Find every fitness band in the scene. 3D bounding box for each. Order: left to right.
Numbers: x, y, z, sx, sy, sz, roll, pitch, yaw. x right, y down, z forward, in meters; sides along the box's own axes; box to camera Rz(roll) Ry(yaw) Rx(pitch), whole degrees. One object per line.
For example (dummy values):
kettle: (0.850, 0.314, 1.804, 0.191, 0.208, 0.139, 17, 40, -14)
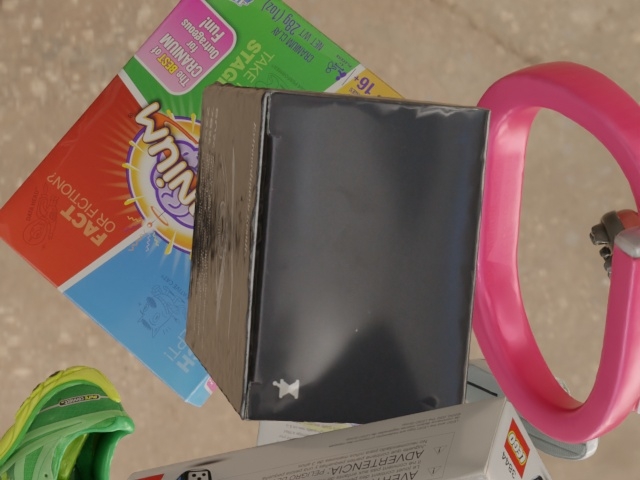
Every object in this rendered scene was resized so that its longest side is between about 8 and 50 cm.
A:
fitness band: (0.174, 0.013, 1.105, 0.054, 0.209, 0.291, -18, 129, -25)

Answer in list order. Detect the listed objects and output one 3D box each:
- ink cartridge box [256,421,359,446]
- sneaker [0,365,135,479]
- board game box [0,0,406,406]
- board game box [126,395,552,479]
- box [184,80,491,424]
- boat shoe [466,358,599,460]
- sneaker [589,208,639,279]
ink cartridge box: (0.001, 0.144, 1.223, 0.088, 0.122, 0.052, 8, 179, 21)
sneaker: (-0.295, 0.271, 1.574, 0.109, 0.123, 0.295, 18, 105, -55)
board game box: (-0.095, -0.053, 1.328, 0.316, 0.242, 0.064, -50, 168, -3)
board game box: (0.056, 0.216, 0.693, 0.193, 0.053, 0.305, -16, 117, 29)
box: (0.000, 0.000, 0.776, 0.108, 0.207, 0.153, 3, 97, -13)
boat shoe: (0.257, 0.184, 1.798, 0.075, 0.226, 0.083, -15, 119, -32)
sneaker: (0.359, 0.045, 1.391, 0.135, 0.098, 0.276, -38, 120, 21)
